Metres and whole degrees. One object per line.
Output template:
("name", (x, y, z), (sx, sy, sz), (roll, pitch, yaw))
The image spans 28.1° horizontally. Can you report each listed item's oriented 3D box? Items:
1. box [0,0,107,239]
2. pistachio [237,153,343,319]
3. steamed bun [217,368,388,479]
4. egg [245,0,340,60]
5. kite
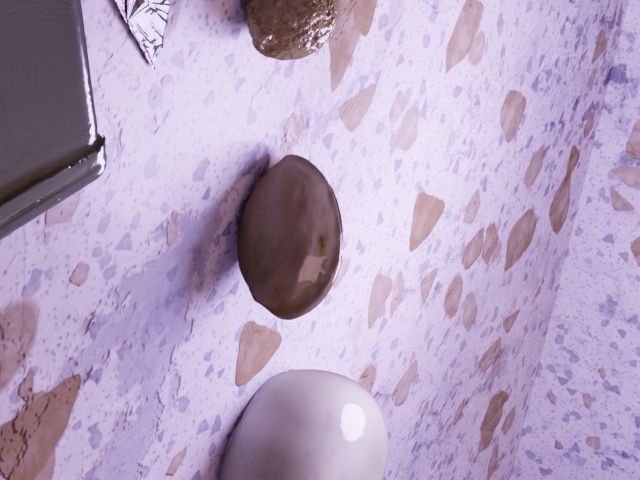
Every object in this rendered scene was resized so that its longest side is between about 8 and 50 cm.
("box", (-0.357, -0.162, 1.060), (0.352, 0.177, 0.343), (-39, 138, -46))
("pistachio", (-0.042, -0.005, 1.830), (0.138, 0.153, 0.237), (58, 30, -70))
("steamed bun", (-0.013, 0.374, 2.084), (0.324, 0.206, 0.324), (-43, 143, -45))
("egg", (-0.037, -0.293, 1.652), (0.140, 0.116, 0.118), (-52, 175, -9))
("kite", (-0.173, -0.310, 1.489), (0.250, 0.012, 0.229), (-26, 134, -56))
